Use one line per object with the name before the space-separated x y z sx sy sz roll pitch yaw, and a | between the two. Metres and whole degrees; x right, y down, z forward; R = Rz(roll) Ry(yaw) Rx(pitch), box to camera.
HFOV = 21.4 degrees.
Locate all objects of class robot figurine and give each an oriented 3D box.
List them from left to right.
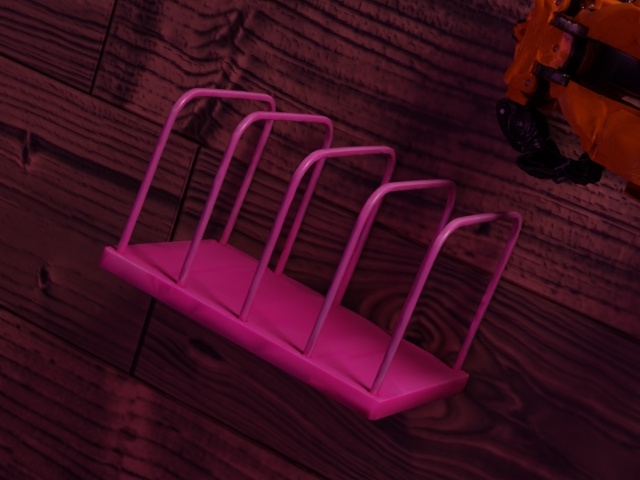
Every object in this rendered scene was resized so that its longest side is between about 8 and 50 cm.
robot figurine | 0.256 -0.124 1.347 0.291 0.085 0.211 37 110 51

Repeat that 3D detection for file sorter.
file sorter | 0.000 0.000 1.483 0.290 0.202 0.182 28 104 23
